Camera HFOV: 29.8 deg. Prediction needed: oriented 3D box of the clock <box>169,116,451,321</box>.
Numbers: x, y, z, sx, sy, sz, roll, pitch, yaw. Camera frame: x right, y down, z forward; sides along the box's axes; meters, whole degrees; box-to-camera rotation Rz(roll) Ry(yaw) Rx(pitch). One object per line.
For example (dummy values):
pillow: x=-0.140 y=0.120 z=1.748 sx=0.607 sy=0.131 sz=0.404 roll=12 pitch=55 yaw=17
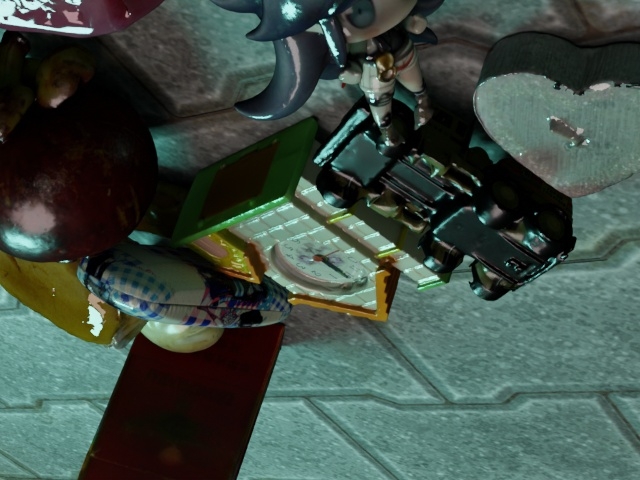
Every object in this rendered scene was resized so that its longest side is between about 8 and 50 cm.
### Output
clock: x=0.000 y=0.000 z=1.371 sx=0.255 sy=0.106 sz=0.220 roll=35 pitch=146 yaw=-27

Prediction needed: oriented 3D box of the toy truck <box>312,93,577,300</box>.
toy truck: x=0.127 y=-0.058 z=1.189 sx=0.257 sy=0.127 sz=0.127 roll=28 pitch=142 yaw=-15

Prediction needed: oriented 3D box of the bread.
bread: x=-0.324 y=0.035 z=1.533 sx=0.241 sy=0.107 sz=0.136 roll=26 pitch=135 yaw=28

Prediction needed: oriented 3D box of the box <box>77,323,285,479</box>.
box: x=-0.188 y=0.237 z=1.658 sx=0.197 sy=0.313 sz=0.089 roll=18 pitch=148 yaw=2

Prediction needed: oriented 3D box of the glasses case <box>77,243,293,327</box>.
glasses case: x=-0.154 y=0.055 z=1.446 sx=0.125 sy=0.076 sz=0.327 roll=29 pitch=-169 yaw=31

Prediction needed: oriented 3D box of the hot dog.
hot dog: x=-0.257 y=-0.051 z=1.480 sx=0.286 sy=0.061 sz=0.088 roll=11 pitch=161 yaw=15

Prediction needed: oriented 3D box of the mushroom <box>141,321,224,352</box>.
mushroom: x=-0.193 y=0.086 z=1.616 sx=0.148 sy=0.112 sz=0.148 roll=15 pitch=148 yaw=10

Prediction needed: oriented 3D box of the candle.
candle: x=0.238 y=-0.109 z=1.096 sx=0.192 sy=0.068 sz=0.168 roll=11 pitch=146 yaw=16

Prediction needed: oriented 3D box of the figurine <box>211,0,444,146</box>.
figurine: x=0.015 y=-0.203 z=0.972 sx=0.197 sy=0.175 sz=0.265 roll=20 pitch=143 yaw=8

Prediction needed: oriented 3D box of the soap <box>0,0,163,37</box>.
soap: x=-0.233 y=-0.278 z=0.915 sx=0.325 sy=0.220 sz=0.127 roll=34 pitch=163 yaw=20

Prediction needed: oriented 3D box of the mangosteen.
mangosteen: x=-0.287 y=-0.103 z=1.289 sx=0.215 sy=0.215 sz=0.257 roll=3 pitch=116 yaw=25
